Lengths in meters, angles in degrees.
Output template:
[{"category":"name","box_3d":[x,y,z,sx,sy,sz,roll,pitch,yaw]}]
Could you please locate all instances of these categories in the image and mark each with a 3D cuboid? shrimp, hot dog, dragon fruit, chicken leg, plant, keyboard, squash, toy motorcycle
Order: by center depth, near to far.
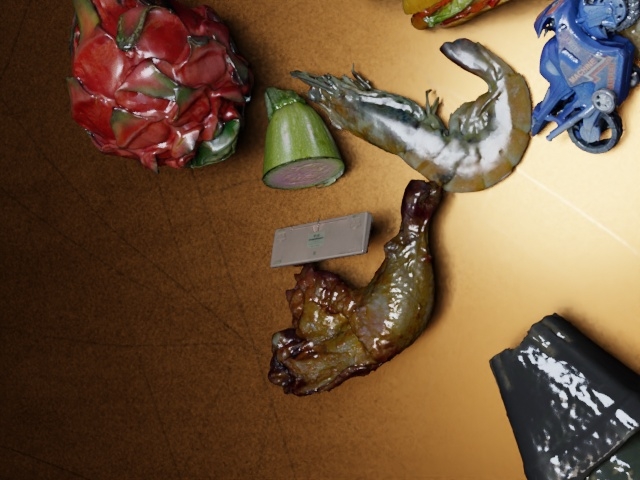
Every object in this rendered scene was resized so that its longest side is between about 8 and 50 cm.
[{"category":"toy motorcycle","box_3d":[0.277,-0.187,1.080,0.114,0.076,0.205,22,134,29]},{"category":"hot dog","box_3d":[0.170,-0.277,1.104,0.235,0.092,0.062,-20,67,58]},{"category":"plant","box_3d":[0.295,0.206,1.109,0.164,0.142,0.256,-39,69,20]},{"category":"shrimp","box_3d":[0.110,-0.175,1.198,0.296,0.058,0.169,30,100,12]},{"category":"chicken leg","box_3d":[0.047,0.071,1.227,0.322,0.083,0.177,-36,67,28]},{"category":"dragon fruit","box_3d":[-0.206,-0.219,1.234,0.233,0.234,0.293,-25,89,22]},{"category":"keyboard","box_3d":[0.000,0.000,1.238,0.166,0.017,0.055,-10,67,46]},{"category":"squash","box_3d":[-0.029,-0.138,1.247,0.105,0.105,0.132,-18,70,22]}]

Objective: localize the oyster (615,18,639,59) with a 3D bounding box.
[{"category":"oyster","box_3d":[0.302,-0.362,1.064,0.110,0.166,0.341,-2,110,14]}]
